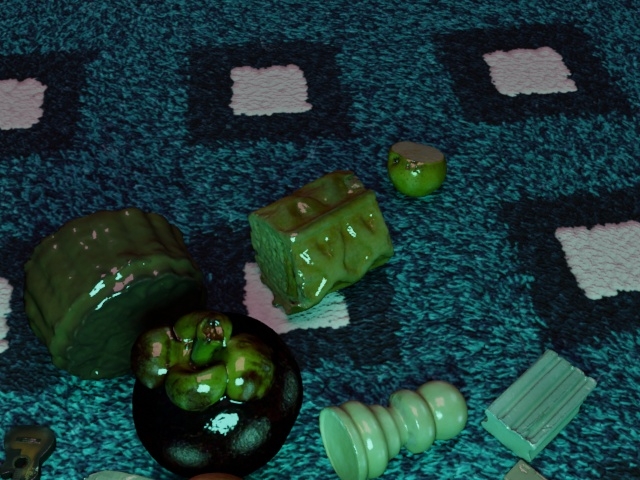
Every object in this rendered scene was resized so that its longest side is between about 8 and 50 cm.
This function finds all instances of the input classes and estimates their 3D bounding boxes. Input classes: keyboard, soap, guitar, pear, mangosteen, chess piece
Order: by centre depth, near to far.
[{"bbox_3d":[-0.190,0.252,1.607,0.313,0.297,0.297,27,32,-38],"label":"mangosteen"},{"bbox_3d":[-0.516,0.416,1.635,0.088,0.025,0.233,4,47,2],"label":"guitar"},{"bbox_3d":[0.392,0.440,1.636,0.166,0.017,0.055,36,60,29],"label":"keyboard"},{"bbox_3d":[0.140,0.317,1.676,0.251,0.144,0.144,-17,49,-23],"label":"chess piece"},{"bbox_3d":[0.396,0.295,1.742,0.198,0.063,0.114,-35,57,-29],"label":"soap"},{"bbox_3d":[0.209,-0.152,2.144,0.141,0.104,0.141,11,24,-5],"label":"pear"}]

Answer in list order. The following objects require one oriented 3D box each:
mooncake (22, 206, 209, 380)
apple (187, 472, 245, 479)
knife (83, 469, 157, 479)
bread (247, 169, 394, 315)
[{"bbox_3d":[-0.365,0.106,1.741,0.324,0.324,0.187,-23,55,-22],"label":"mooncake"},{"bbox_3d":[-0.164,0.461,1.479,0.164,0.209,0.209,16,47,31],"label":"apple"},{"bbox_3d":[-0.261,0.428,1.633,0.297,0.017,0.047,11,53,9],"label":"knife"},{"bbox_3d":[-0.003,-0.004,1.941,0.252,0.239,0.196,-20,9,-24],"label":"bread"}]
